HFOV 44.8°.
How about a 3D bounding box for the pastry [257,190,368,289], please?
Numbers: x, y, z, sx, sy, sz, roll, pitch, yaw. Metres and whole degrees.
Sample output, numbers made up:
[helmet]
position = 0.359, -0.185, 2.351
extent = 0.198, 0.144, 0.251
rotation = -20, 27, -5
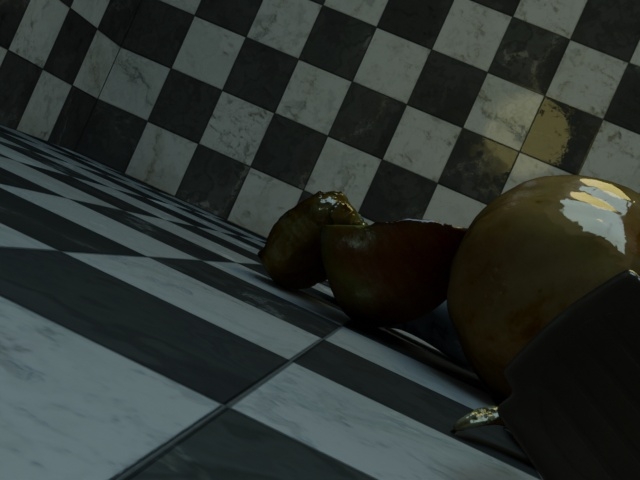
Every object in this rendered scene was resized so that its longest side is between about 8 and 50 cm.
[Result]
[pastry]
position = 0.000, 0.000, 1.415
extent = 0.218, 0.229, 0.100
rotation = -16, 54, -26

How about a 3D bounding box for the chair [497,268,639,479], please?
[chair]
position = 0.201, 0.112, 0.490
extent = 0.326, 0.175, 0.183
rotation = 31, 20, -53

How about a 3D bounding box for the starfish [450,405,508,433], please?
[starfish]
position = 0.218, 0.196, 0.757
extent = 0.138, 0.050, 0.247
rotation = 23, -3, 30

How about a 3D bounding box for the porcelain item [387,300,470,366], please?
[porcelain item]
position = 0.251, 0.160, 1.500
extent = 0.259, 0.141, 0.141
rotation = 15, -3, 25

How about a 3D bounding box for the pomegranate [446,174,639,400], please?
[pomegranate]
position = 0.404, 0.095, 1.174
extent = 0.411, 0.411, 0.411
rotation = 24, 1, 0

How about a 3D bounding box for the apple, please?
[apple]
position = 0.140, 0.043, 1.346
extent = 0.179, 0.254, 0.346
rotation = 44, 13, 27
